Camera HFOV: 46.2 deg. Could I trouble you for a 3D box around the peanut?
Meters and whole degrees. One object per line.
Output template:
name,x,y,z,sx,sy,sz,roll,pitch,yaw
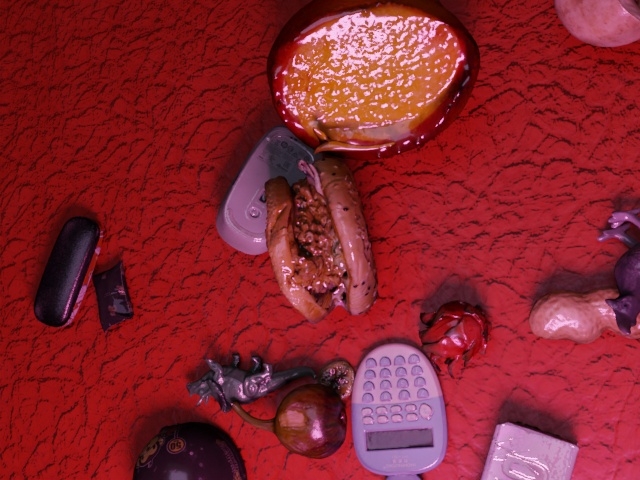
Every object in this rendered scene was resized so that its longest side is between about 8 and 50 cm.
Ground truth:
peanut,0.499,0.137,1.381,0.228,0.085,0.104,-7,83,15

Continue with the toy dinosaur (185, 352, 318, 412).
toy dinosaur,-0.147,0.278,1.567,0.292,0.079,0.120,-22,77,13

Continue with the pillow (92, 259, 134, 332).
pillow,-0.475,0.128,1.722,0.090,0.048,0.150,-20,68,4

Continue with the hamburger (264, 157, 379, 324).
hamburger,0.000,0.000,1.450,0.195,0.277,0.318,-15,86,0

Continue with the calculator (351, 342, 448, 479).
calculator,0.153,0.352,1.468,0.188,0.042,0.303,-7,75,15

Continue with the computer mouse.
computer mouse,-0.110,-0.105,1.627,0.159,0.097,0.288,31,80,0

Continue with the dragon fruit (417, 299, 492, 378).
dragon fruit,0.257,0.178,1.441,0.142,0.130,0.121,-37,102,6

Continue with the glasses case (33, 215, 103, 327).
glasses case,-0.591,0.073,1.762,0.103,0.067,0.267,17,84,22

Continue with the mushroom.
mushroom,0.558,-0.495,1.469,0.189,0.195,0.254,-5,81,51

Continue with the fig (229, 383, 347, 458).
fig,-0.070,0.353,1.485,0.245,0.149,0.149,-2,77,17

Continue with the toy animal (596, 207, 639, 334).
toy animal,0.604,0.019,1.358,0.367,0.081,0.206,-31,45,-16

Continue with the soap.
soap,0.355,0.464,1.348,0.150,0.094,0.261,16,83,21

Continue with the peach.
peach,0.104,-0.337,1.492,0.406,0.310,0.335,-14,110,8

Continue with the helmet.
helmet,-0.273,0.504,1.512,0.230,0.160,0.279,-31,69,8

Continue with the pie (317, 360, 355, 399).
pie,0.034,0.285,1.533,0.084,0.021,0.084,-4,77,18
